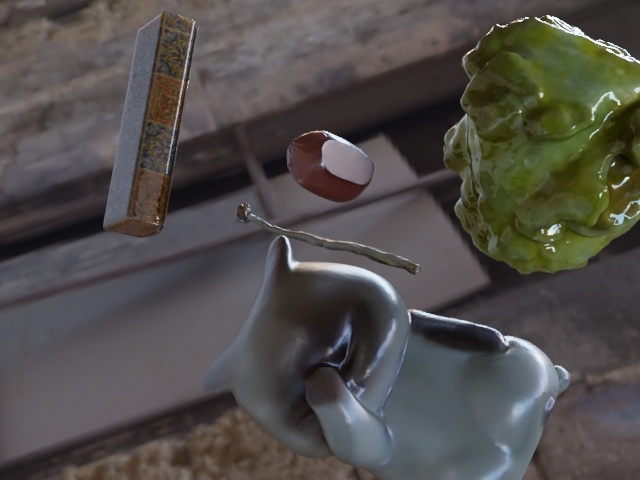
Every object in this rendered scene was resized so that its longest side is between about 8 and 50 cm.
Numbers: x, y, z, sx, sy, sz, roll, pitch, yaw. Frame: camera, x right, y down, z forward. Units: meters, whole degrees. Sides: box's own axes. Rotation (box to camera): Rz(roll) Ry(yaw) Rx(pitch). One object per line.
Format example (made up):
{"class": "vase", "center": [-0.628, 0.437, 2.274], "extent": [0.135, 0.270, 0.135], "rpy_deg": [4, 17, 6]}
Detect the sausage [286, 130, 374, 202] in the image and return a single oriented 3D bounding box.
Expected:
{"class": "sausage", "center": [0.007, -0.069, 1.337], "extent": [0.094, 0.054, 0.059], "rpy_deg": [23, 70, -40]}

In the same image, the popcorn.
{"class": "popcorn", "center": [0.247, -0.089, 1.457], "extent": [0.242, 0.235, 0.250], "rpy_deg": [46, -36, 22]}

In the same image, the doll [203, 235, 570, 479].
{"class": "doll", "center": [0.082, 0.159, 1.466], "extent": [0.226, 0.370, 0.215], "rpy_deg": [-109, -137, -77]}

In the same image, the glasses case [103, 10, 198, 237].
{"class": "glasses case", "center": [-0.169, -0.116, 1.431], "extent": [0.075, 0.049, 0.218], "rpy_deg": [-15, -116, 60]}

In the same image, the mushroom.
{"class": "mushroom", "center": [0.004, 0.000, 1.572], "extent": [0.286, 0.028, 0.026], "rpy_deg": [19, -80, 40]}
